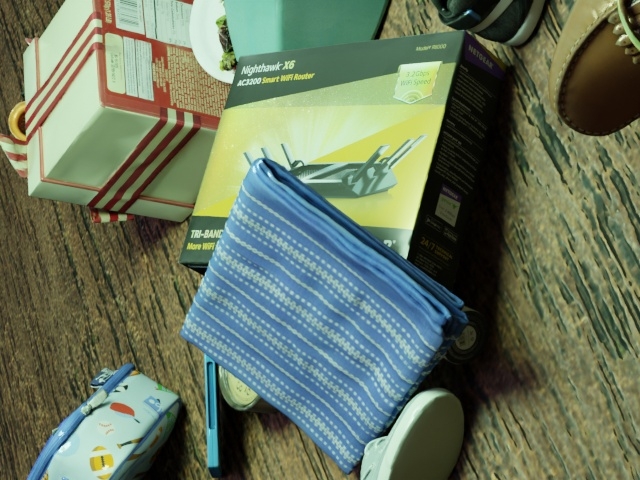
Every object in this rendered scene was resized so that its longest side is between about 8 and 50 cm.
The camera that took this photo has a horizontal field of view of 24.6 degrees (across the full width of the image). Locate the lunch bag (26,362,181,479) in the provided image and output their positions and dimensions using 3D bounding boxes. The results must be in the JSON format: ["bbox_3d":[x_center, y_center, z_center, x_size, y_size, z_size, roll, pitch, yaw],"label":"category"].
[{"bbox_3d":[-0.305,0.304,1.860,0.303,0.115,0.243,-59,-6,30],"label":"lunch bag"}]

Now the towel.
[{"bbox_3d":[-0.011,0.084,1.417,0.243,0.040,0.336,38,144,7],"label":"towel"}]

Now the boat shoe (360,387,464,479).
[{"bbox_3d":[0.067,0.232,1.424,0.081,0.079,0.228,42,121,49],"label":"boat shoe"}]

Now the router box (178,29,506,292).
[{"bbox_3d":[0.017,-0.074,1.470,0.308,0.081,0.243,-1,68,42],"label":"router box"}]

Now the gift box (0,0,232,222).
[{"bbox_3d":[-0.263,-0.189,1.904,0.258,0.276,0.255,-43,42,47],"label":"gift box"}]

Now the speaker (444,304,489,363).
[{"bbox_3d":[0.104,0.075,1.433,0.136,0.055,0.055,28,106,58],"label":"speaker"}]

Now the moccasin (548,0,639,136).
[{"bbox_3d":[0.318,-0.184,1.098,0.380,0.139,0.147,-33,45,39],"label":"moccasin"}]

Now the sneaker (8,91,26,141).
[{"bbox_3d":[-0.386,-0.165,2.173,0.321,0.180,0.125,-11,72,57],"label":"sneaker"}]

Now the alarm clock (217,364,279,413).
[{"bbox_3d":[-0.056,0.140,1.664,0.192,0.064,0.129,46,120,57],"label":"alarm clock"}]

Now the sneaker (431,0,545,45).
[{"bbox_3d":[0.170,-0.295,1.365,0.079,0.121,0.217,32,109,56],"label":"sneaker"}]

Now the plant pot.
[{"bbox_3d":[-0.017,-0.307,1.641,0.165,0.165,0.234,19,104,58],"label":"plant pot"}]

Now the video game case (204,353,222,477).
[{"bbox_3d":[-0.129,0.194,1.753,0.119,0.015,0.166,95,172,-75],"label":"video game case"}]

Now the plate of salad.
[{"bbox_3d":[-0.083,-0.287,1.786,0.199,0.048,0.200,-10,69,28],"label":"plate of salad"}]
